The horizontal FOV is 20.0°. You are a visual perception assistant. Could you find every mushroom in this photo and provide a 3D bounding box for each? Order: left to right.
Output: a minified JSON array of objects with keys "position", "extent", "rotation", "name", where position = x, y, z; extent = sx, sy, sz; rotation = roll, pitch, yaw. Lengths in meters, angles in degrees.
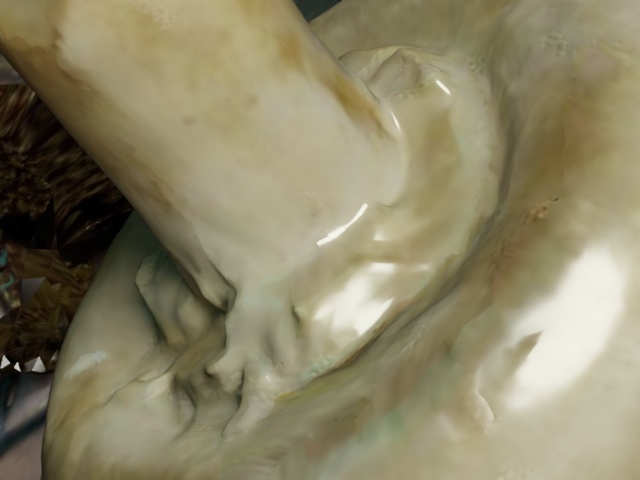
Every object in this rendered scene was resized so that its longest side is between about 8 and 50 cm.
[{"position":[0.000,0.000,0.437],"extent":[0.207,0.215,0.207],"rotation":[-29,34,21],"name":"mushroom"}]

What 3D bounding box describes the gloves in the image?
[{"position":[-0.175,-0.044,0.782],"extent":[0.135,0.210,0.312],"rotation":[-50,17,-29],"name":"gloves"}]
